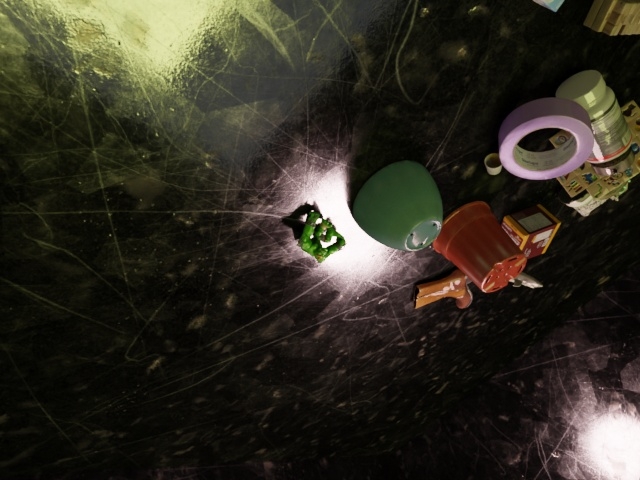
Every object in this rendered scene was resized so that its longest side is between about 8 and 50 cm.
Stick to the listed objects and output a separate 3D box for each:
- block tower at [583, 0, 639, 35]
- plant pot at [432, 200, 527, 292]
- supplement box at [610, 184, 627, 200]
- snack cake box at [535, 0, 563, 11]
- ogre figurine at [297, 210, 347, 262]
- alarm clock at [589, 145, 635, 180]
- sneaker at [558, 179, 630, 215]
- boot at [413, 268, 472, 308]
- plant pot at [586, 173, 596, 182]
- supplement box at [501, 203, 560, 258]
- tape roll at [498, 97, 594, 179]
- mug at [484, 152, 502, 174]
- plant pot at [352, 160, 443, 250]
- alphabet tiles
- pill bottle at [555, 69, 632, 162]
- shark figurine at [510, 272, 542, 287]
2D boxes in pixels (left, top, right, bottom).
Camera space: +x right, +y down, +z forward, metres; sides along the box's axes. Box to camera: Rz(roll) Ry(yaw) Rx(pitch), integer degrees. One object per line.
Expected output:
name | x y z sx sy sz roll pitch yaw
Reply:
block tower | 0.952 -0.678 1.406 0.335 0.091 0.097 -14 139 -21
plant pot | 0.621 0.037 1.804 0.272 0.265 0.272 -19 140 -17
supplement box | 1.360 -0.245 2.170 0.083 0.056 0.083 -38 141 7
snack cake box | 0.592 -0.715 1.124 0.152 0.089 0.264 7 127 -38
ogre figurine | 0.000 0.000 1.491 0.118 0.097 0.197 -53 156 -3
alarm clock | 0.997 -0.266 1.605 0.129 0.192 0.064 -21 126 38
sneaker | 1.209 -0.252 1.947 0.410 0.158 0.182 -38 123 23
boot | 0.554 0.258 2.132 0.280 0.096 0.264 -21 141 -12
plant pot | 1.064 -0.304 1.819 0.187 0.167 0.188 -47 139 18
supplement box | 0.880 -0.023 2.024 0.194 0.129 0.191 -18 140 -18
tape roll | 0.720 -0.321 1.517 0.275 0.090 0.275 9 145 7
mug | 0.613 -0.265 1.644 0.078 0.062 0.064 -27 150 7
plant pot | 0.275 -0.080 1.502 0.290 0.195 0.290 -18 139 -17
alphabet tiles | 1.009 -0.324 1.692 0.342 0.285 0.011 -37 180 18
pill bottle | 0.898 -0.406 1.554 0.161 0.161 0.283 -41 120 11
shark figurine | 0.931 0.157 2.304 0.278 0.166 0.116 8 103 -18
